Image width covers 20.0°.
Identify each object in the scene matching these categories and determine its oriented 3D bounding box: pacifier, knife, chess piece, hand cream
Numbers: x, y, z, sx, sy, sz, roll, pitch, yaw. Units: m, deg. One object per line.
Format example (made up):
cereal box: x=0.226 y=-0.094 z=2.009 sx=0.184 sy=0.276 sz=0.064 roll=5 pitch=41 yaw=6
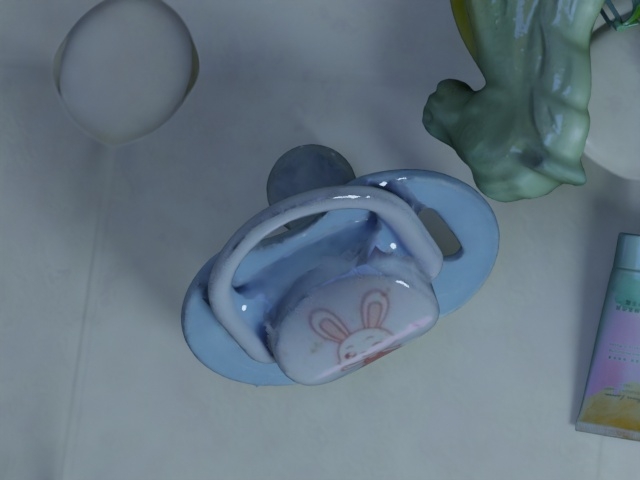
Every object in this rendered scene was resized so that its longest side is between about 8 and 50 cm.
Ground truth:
pacifier: x=0.000 y=0.000 z=1.568 sx=0.287 sy=0.238 sz=0.226 roll=-32 pitch=43 yaw=12
knife: x=0.314 y=-0.249 z=1.589 sx=0.166 sy=0.022 sz=0.078 roll=-32 pitch=60 yaw=10
chess piece: x=0.172 y=-0.177 z=1.540 sx=0.175 sy=0.176 sz=0.298 roll=9 pitch=80 yaw=19
hand cream: x=0.266 y=0.082 z=1.538 sx=0.076 sy=0.047 sz=0.174 roll=9 pitch=91 yaw=18
